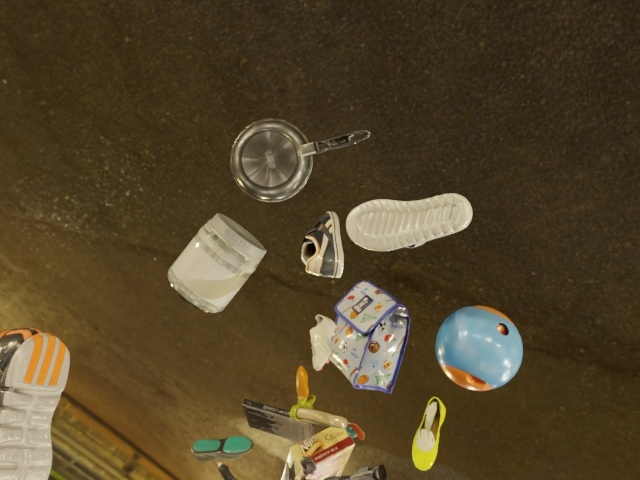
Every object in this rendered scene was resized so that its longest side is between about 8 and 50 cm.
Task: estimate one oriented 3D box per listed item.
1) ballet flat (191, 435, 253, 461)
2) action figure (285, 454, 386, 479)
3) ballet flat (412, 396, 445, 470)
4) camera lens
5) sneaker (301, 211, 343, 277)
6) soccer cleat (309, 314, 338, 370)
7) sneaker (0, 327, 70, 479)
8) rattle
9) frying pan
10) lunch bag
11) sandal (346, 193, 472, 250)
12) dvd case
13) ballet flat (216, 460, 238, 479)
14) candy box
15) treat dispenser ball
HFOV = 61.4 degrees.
[{"bbox_3d":[-0.300,0.656,1.690,0.213,0.072,0.068,-7,121,16],"label":"ballet flat"},{"bbox_3d":[0.018,0.591,1.264,0.285,0.099,0.185,-15,85,13],"label":"action figure"},{"bbox_3d":[0.329,0.581,1.651,0.077,0.231,0.077,6,134,25],"label":"ballet flat"},{"bbox_3d":[-0.338,0.078,1.742,0.219,0.274,0.219,38,-176,-3],"label":"camera lens"},{"bbox_3d":[0.000,0.000,1.809,0.127,0.321,0.126,4,122,-7],"label":"sneaker"},{"bbox_3d":[-0.003,0.290,1.533,0.076,0.196,0.068,35,121,-10],"label":"soccer cleat"},{"bbox_3d":[-0.506,0.293,0.829,0.180,0.321,0.124,1,157,31],"label":"sneaker"},{"bbox_3d":[0.026,0.433,1.426,0.199,0.143,0.130,8,141,4],"label":"rattle"},{"bbox_3d":[-0.054,-0.181,1.269,0.326,0.197,0.053,7,-176,4],"label":"frying pan"},{"bbox_3d":[0.200,0.390,2.284,0.238,0.386,0.328,14,-171,-26],"label":"lunch bag"},{"bbox_3d":[0.276,-0.046,1.704,0.416,0.169,0.102,-4,165,31],"label":"sandal"},{"bbox_3d":[-0.137,0.612,1.811,0.238,0.030,0.179,12,139,12],"label":"dvd case"},{"bbox_3d":[-0.255,0.736,1.651,0.173,0.049,0.057,35,150,25],"label":"ballet flat"},{"bbox_3d":[-0.018,0.707,1.672,0.087,0.182,0.316,51,145,35],"label":"candy box"},{"bbox_3d":[0.542,0.367,1.852,0.288,0.288,0.288,22,144,17],"label":"treat dispenser ball"}]
